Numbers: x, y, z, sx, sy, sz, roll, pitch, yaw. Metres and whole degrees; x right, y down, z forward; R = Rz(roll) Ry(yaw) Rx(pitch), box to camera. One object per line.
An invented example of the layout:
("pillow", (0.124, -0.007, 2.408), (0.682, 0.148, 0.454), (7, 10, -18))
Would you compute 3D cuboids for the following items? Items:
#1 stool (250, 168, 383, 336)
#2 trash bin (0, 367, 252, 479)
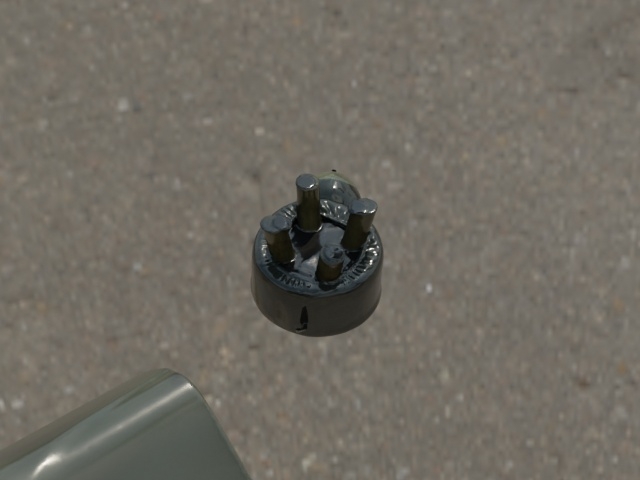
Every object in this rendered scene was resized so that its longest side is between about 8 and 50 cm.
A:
("stool", (-0.009, 0.000, 2.070), (0.153, 0.139, 0.228), (-9, 49, -10))
("trash bin", (-0.204, 0.246, 1.561), (0.250, 0.219, 0.220), (-32, 7, -24))
